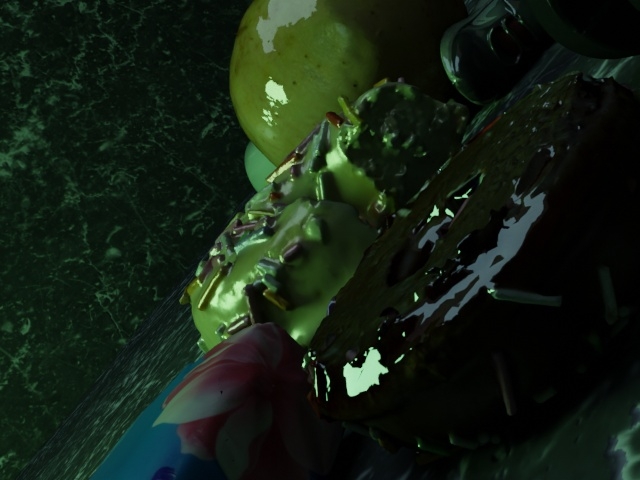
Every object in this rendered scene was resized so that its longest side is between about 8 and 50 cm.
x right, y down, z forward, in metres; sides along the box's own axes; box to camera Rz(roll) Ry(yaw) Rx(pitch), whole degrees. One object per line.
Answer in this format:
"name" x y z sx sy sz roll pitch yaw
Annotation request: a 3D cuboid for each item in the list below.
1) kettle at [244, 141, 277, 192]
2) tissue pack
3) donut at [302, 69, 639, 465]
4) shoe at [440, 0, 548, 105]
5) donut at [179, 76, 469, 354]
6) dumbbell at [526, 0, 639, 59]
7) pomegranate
"kettle" 0.007 -0.148 1.686 0.255 0.165 0.240 -34 46 45
"tissue pack" -0.107 0.204 0.680 0.209 0.137 0.270 -44 10 36
"donut" 0.100 0.016 0.603 0.270 0.103 0.270 -47 6 7
"shoe" 0.227 -0.255 1.205 0.112 0.099 0.227 -29 19 44
"donut" -0.002 -0.001 1.012 0.307 0.150 0.371 -42 11 37
"dumbbell" 0.246 -0.214 0.715 0.152 0.152 0.218 -49 9 -1
"pomegranate" 0.055 -0.221 1.316 0.338 0.338 0.338 -47 9 9
